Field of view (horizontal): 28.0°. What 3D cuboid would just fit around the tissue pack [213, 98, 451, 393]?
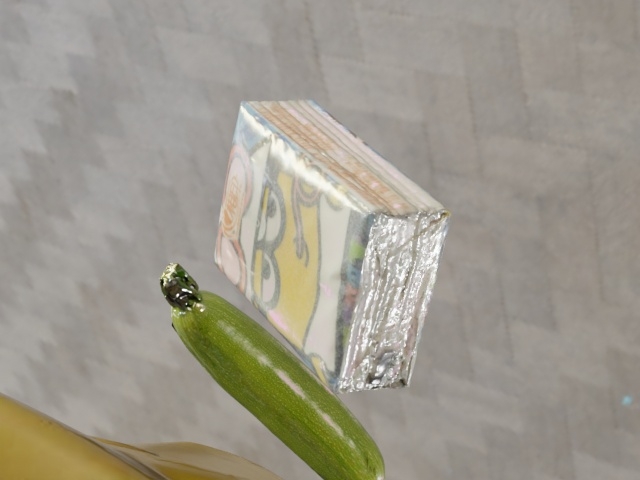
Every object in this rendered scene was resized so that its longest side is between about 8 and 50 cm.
[{"bbox_3d":[0.000,0.000,0.733,0.155,0.065,0.115,42,128,46],"label":"tissue pack"}]

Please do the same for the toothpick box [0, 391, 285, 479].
[{"bbox_3d":[-0.119,0.268,0.441,0.409,0.425,0.409,6,167,1],"label":"toothpick box"}]

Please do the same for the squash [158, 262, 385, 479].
[{"bbox_3d":[-0.039,0.139,1.198,0.318,0.071,0.080,47,154,-10],"label":"squash"}]
